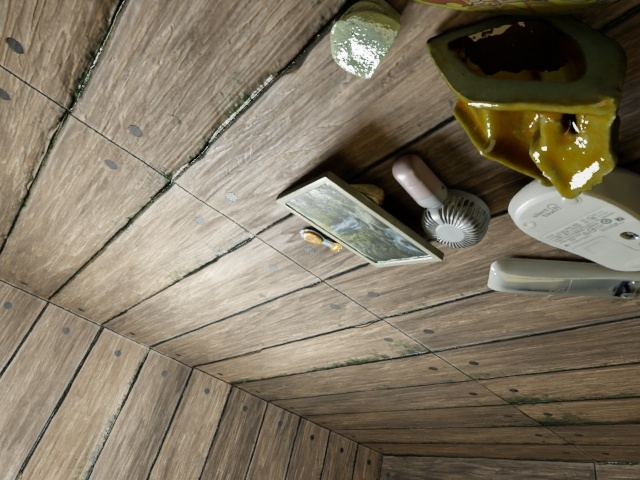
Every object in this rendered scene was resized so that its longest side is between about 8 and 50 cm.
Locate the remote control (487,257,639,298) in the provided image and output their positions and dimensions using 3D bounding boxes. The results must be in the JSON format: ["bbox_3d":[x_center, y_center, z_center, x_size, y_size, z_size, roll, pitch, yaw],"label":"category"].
[{"bbox_3d":[0.543,0.095,0.983,0.313,0.055,0.109,3,144,17],"label":"remote control"}]

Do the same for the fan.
[{"bbox_3d":[0.231,-0.077,0.860,0.244,0.074,0.130,42,149,-25],"label":"fan"}]

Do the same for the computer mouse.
[{"bbox_3d":[0.477,-0.052,0.744,0.297,0.121,0.184,22,157,-3],"label":"computer mouse"}]

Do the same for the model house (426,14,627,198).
[{"bbox_3d":[0.283,-0.159,0.599,0.174,0.268,0.239,-21,136,14],"label":"model house"}]

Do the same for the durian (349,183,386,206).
[{"bbox_3d":[0.079,-0.090,0.896,0.130,0.066,0.052,20,113,39],"label":"durian"}]

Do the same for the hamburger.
[{"bbox_3d":[0.056,-0.291,0.640,0.084,0.054,0.121,20,153,-9],"label":"hamburger"}]

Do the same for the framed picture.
[{"bbox_3d":[0.079,-0.030,0.967,0.324,0.020,0.241,33,159,-23],"label":"framed picture"}]

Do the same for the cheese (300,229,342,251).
[{"bbox_3d":[0.000,-0.001,1.099,0.111,0.017,0.047,23,148,-12],"label":"cheese"}]

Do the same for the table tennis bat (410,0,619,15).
[{"bbox_3d":[0.103,-0.295,0.465,0.415,0.268,0.051,12,109,7],"label":"table tennis bat"}]
